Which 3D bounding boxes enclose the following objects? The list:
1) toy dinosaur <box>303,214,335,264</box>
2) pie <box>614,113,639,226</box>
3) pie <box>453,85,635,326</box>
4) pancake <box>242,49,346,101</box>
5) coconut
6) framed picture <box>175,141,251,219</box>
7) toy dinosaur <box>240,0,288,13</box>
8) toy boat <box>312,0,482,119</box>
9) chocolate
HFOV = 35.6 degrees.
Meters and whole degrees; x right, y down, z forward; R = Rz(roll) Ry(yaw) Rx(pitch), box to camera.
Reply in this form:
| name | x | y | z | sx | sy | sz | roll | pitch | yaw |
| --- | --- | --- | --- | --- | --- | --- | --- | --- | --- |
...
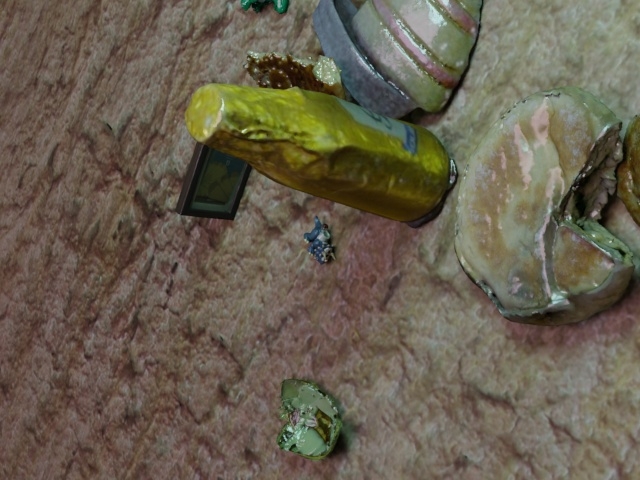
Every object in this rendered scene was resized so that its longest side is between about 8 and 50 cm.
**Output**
| name | x | y | z | sx | sy | sz | roll | pitch | yaw |
| --- | --- | --- | --- | --- | --- | --- | --- | --- | --- |
| toy dinosaur | 0.000 | 0.000 | 1.703 | 0.047 | 0.031 | 0.083 | -35 | 64 | 37 |
| pie | 0.437 | -0.076 | 1.231 | 0.163 | 0.079 | 0.193 | -55 | 46 | 47 |
| pie | 0.300 | -0.044 | 1.358 | 0.337 | 0.075 | 0.337 | -2 | 88 | 56 |
| pancake | -0.042 | -0.210 | 1.633 | 0.244 | 0.057 | 0.266 | 37 | 142 | 12 |
| coconut | -0.020 | 0.305 | 1.678 | 0.133 | 0.055 | 0.158 | -55 | 50 | 29 |
| framed picture | -0.188 | -0.121 | 1.838 | 0.023 | 0.128 | 0.168 | 34 | 110 | 41 |
| toy dinosaur | -0.102 | -0.473 | 1.842 | 0.096 | 0.059 | 0.132 | -15 | 84 | 35 |
| toy boat | 0.128 | -0.325 | 1.555 | 0.294 | 0.111 | 0.276 | -23 | 75 | 33 |
| chocolate | 0.007 | -0.126 | 1.417 | 0.162 | 0.445 | 0.162 | -9 | 76 | 42 |
